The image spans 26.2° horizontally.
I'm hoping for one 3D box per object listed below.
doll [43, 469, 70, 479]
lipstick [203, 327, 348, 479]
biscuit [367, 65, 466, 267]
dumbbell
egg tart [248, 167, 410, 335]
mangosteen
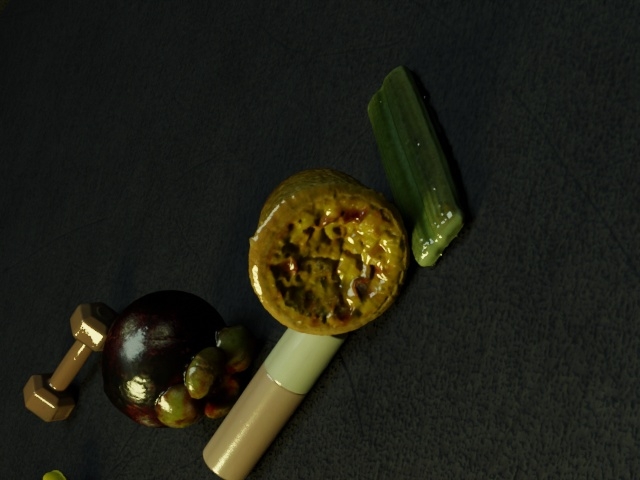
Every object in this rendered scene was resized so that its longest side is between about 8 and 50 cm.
[{"bbox_3d":[-0.454,0.492,2.173,0.237,0.111,0.252,-54,42,25],"label":"doll"},{"bbox_3d":[-0.060,0.199,1.777,0.254,0.070,0.070,-56,33,21],"label":"lipstick"},{"bbox_3d":[0.115,-0.105,1.729,0.099,0.038,0.322,-52,35,31],"label":"biscuit"},{"bbox_3d":[-0.418,0.205,2.323,0.082,0.092,0.231,48,115,24],"label":"dumbbell"},{"bbox_3d":[0.000,0.000,1.698,0.202,0.202,0.147,-59,22,15],"label":"egg tart"},{"bbox_3d":[-0.205,0.170,1.915,0.210,0.210,0.210,-35,44,43],"label":"mangosteen"}]
